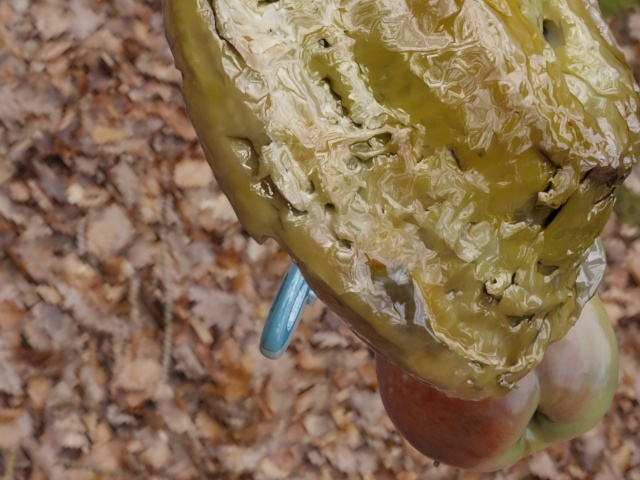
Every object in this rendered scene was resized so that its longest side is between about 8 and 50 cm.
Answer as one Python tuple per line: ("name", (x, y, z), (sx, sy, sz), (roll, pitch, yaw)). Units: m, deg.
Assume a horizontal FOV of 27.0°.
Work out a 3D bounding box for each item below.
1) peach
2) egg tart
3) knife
("peach", (0.149, 0.088, 1.203), (0.232, 0.232, 0.232), (41, 28, -28))
("egg tart", (0.058, -0.094, 0.650), (0.341, 0.129, 0.341), (38, 35, -33))
("knife", (0.000, 0.000, 1.089), (0.031, 0.064, 0.222), (19, 65, 7))
